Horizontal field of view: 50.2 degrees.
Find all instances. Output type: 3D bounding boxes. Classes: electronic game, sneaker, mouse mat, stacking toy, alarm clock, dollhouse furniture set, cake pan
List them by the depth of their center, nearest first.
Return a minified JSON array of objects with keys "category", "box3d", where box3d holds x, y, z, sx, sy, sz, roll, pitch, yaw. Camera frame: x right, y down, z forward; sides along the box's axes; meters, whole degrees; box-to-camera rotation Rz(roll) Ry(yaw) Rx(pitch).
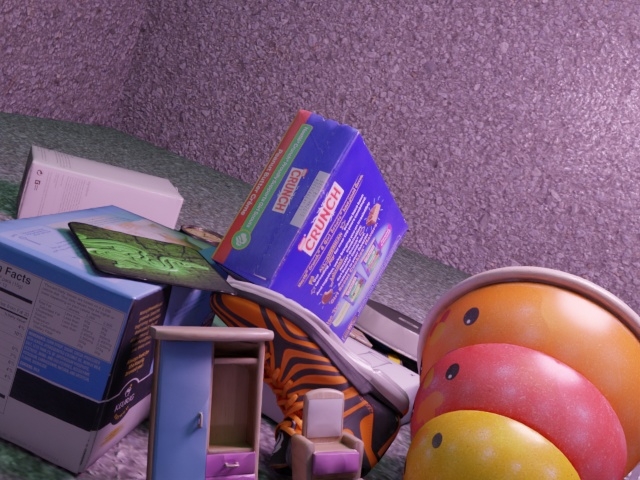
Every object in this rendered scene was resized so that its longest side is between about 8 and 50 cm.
[{"category":"dollhouse furniture set","box3d":[-0.035,0.200,0.675,0.286,0.198,0.303,4,-3,-23]},{"category":"stacking toy","box3d":[0.214,0.271,0.807,0.350,0.351,0.480,23,32,19]},{"category":"mouse mat","box3d":[-0.210,0.023,0.858,0.189,0.007,0.152,13,15,-38]},{"category":"sneaker","box3d":[-0.042,0.199,0.900,0.321,0.180,0.124,36,-25,-3]},{"category":"electronic game","box3d":[0.065,0.227,1.443,0.229,0.048,0.229,19,11,-4]},{"category":"cake pan","box3d":[0.191,0.213,1.584,0.293,0.054,0.293,27,4,-2]},{"category":"alarm clock","box3d":[-0.303,0.009,1.837,0.192,0.064,0.129,7,16,-40]}]

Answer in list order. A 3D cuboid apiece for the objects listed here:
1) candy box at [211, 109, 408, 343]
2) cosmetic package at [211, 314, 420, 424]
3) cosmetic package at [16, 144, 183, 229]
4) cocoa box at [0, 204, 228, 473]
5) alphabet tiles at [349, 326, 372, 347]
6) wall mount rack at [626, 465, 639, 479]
[{"category":"candy box","box3d":[0.000,0.000,1.085,0.122,0.268,0.317,23,-15,28]},{"category":"cosmetic package","box3d":[-0.040,0.215,1.198,0.377,0.098,0.284,25,9,29]},{"category":"cosmetic package","box3d":[-0.556,-0.108,1.726,0.365,0.155,0.197,15,12,-26]},{"category":"cocoa box","box3d":[-0.300,0.102,0.928,0.231,0.228,0.347,21,11,8]},{"category":"alphabet tiles","box3d":[0.005,0.154,1.460,0.198,0.009,0.237,30,1,-8]},{"category":"wall mount rack","box3d":[0.713,0.463,1.192,0.304,0.131,0.350,12,14,-36]}]
